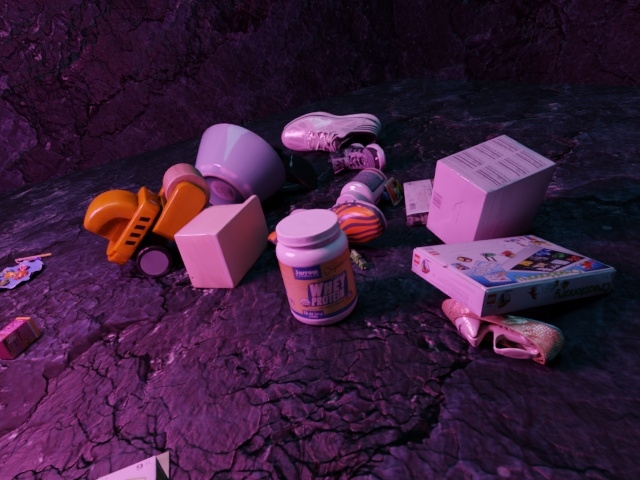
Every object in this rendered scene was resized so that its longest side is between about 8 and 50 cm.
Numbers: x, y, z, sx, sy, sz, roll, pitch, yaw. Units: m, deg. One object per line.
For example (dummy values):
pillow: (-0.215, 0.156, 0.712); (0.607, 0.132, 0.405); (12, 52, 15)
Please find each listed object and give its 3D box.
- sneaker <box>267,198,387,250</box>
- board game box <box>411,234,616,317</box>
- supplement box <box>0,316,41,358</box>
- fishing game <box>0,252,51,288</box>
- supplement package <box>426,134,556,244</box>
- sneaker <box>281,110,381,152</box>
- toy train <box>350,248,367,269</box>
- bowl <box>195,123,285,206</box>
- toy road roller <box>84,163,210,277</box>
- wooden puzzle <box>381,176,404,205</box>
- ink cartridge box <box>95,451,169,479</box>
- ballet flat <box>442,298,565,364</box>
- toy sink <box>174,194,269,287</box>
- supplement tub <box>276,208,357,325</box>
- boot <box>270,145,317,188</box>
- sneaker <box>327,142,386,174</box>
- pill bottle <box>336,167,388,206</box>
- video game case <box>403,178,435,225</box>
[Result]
sneaker: (0.000, 0.000, 1.092); (0.320, 0.125, 0.180); (-7, 28, 41)
board game box: (0.351, 0.054, 0.817); (0.304, 0.053, 0.193); (-5, 22, -22)
supplement box: (-0.691, 0.221, 1.001); (0.043, 0.055, 0.083); (-5, 27, 17)
fishing game: (-0.953, 0.105, 1.350); (0.188, 0.041, 0.264); (-8, 27, 13)
supplement package: (0.374, -0.099, 0.998); (0.203, 0.194, 0.149); (-22, 47, -21)
sneaker: (0.030, -0.443, 1.869); (0.446, 0.169, 0.258); (-4, 26, 11)
toy train: (0.091, 0.044, 1.060); (0.017, 0.024, 0.083); (-17, 28, -11)
bowl: (-0.289, -0.208, 1.454); (0.311, 0.312, 0.163); (5, 53, 29)
toy road roller: (-0.477, -0.082, 1.200); (0.330, 0.240, 0.202); (-56, 31, 6)
wooden puzzle: (0.222, -0.150, 1.331); (0.014, 0.079, 0.116); (-17, 26, 39)
ink cartridge box: (-0.252, 0.351, 0.560); (0.108, 0.062, 0.209); (-19, 27, -12)
ballet flat: (0.286, 0.150, 0.732); (0.206, 0.073, 0.067); (10, 48, 43)
toy sink: (-0.248, -0.004, 1.150); (0.131, 0.153, 0.234); (-1, 29, 21)
supplement tub: (-0.008, 0.053, 0.887); (0.144, 0.200, 0.144); (-10, 27, 5)
boot: (-0.167, -0.234, 1.593); (0.228, 0.262, 0.091); (-24, 48, 48)
sneaker: (0.124, -0.288, 1.616); (0.152, 0.102, 0.268); (-21, 22, -16)
pill bottle: (0.121, -0.134, 1.301); (0.107, 0.108, 0.180); (5, 31, 30)
video game case: (0.344, -0.117, 1.249); (0.210, 0.042, 0.232); (-6, 27, 11)
